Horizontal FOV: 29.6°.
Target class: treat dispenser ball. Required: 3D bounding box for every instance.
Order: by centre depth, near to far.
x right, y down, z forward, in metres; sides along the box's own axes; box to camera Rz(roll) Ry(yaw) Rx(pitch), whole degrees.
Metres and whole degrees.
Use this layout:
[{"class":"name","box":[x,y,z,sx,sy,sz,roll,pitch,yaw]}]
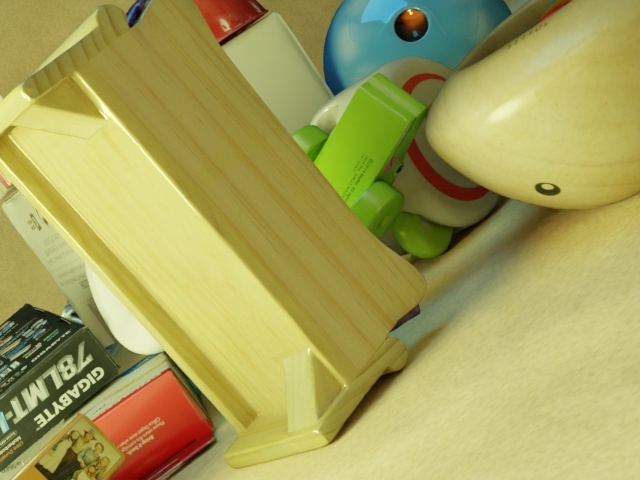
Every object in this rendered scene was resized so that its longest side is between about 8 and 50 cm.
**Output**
[{"class":"treat dispenser ball","box":[0.147,-0.258,1.750,0.288,0.288,0.288,-35,7,5]}]

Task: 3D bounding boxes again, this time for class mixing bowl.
[{"class":"mixing bowl","box":[-0.172,-0.303,1.654,0.181,0.098,0.181,-33,9,6]}]

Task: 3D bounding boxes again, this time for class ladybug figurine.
[{"class":"ladybug figurine","box":[0.254,-0.154,1.083,0.305,0.162,0.449,-32,9,31]}]

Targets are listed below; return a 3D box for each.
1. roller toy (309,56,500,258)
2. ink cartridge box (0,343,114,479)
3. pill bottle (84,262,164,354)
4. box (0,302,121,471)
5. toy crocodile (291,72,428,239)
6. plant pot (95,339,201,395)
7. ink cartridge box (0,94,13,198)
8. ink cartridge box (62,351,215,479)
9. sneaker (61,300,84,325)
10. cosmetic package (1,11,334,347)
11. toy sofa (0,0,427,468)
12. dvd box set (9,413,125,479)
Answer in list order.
[{"class":"roller toy","box":[0.087,-0.087,1.291,0.146,0.191,0.209,-28,10,45]},{"class":"ink cartridge box","box":[-0.303,0.207,1.505,0.148,0.086,0.203,-25,6,27]},{"class":"pill bottle","box":[-0.085,0.003,1.344,0.323,0.181,0.181,-15,-4,-31]},{"class":"box","box":[-0.393,0.198,1.363,0.295,0.073,0.293,-41,17,-19]},{"class":"toy crocodile","box":[0.000,0.000,1.161,0.105,0.115,0.340,-15,-45,-61]},{"class":"plant pot","box":[-0.211,0.169,1.395,0.096,0.109,0.109,-48,8,-3]},{"class":"ink cartridge box","box":[-0.444,-0.125,1.666,0.067,0.115,0.198,-38,7,-18]},{"class":"ink cartridge box","box":[-0.187,0.188,1.224,0.134,0.078,0.231,-36,8,-7]},{"class":"sneaker","box":[-0.321,0.077,2.007,0.127,0.182,0.315,-86,13,-64]},{"class":"cosmetic package","box":[-0.175,-0.050,1.713,0.393,0.327,0.329,-38,8,-25]},{"class":"toy sofa","box":[-0.096,-0.008,0.966,0.150,0.362,0.177,-27,17,50]},{"class":"dvd box set","box":[-0.341,0.329,0.910,0.307,0.062,0.420,-43,3,27]}]
